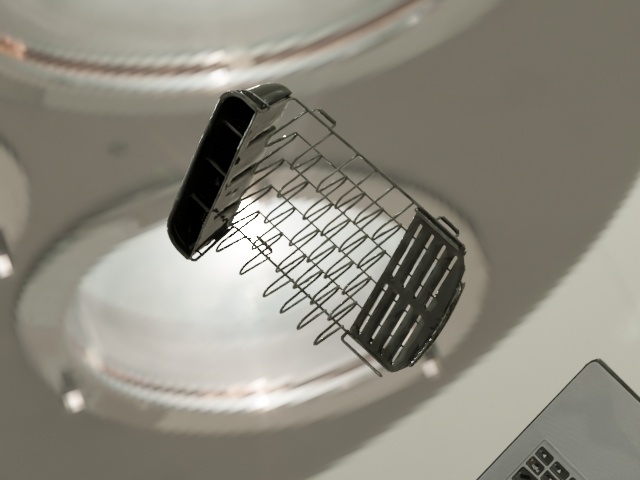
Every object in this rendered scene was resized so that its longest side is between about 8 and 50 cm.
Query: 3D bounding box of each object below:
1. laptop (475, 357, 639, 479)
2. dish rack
[{"bbox_3d":[0.241,0.370,1.855,0.408,0.382,0.236,-47,-25,5],"label":"laptop"},{"bbox_3d":[0.000,0.000,1.695,0.074,0.271,0.208,-35,-20,-42],"label":"dish rack"}]
